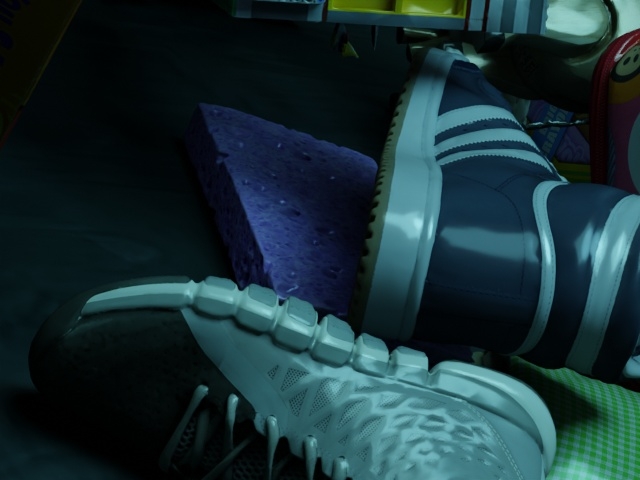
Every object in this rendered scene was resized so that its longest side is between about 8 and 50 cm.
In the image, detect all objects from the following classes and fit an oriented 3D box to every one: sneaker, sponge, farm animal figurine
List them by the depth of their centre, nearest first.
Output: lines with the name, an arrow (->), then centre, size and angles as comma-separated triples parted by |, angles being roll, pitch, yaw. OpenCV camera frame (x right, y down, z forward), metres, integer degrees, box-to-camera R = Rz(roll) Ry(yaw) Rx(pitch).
sneaker -> -0.008, 0.096, 0.752 | 0.228, 0.086, 0.132 | 12, 41, -11
sneaker -> 0.104, -0.015, 0.943 | 0.153, 0.099, 0.282 | 11, 23, 3
sponge -> 0.000, 0.000, 1.015 | 0.117, 0.031, 0.210 | 18, 26, -25
farm animal figurine -> 0.161, -0.225, 1.174 | 0.172, 0.327, 0.330 | -1, -1, -15

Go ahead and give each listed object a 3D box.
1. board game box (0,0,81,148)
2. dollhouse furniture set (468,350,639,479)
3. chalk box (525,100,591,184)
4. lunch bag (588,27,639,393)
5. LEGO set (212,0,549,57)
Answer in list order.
board game box -> -0.220, -0.308, 0.821 | 0.356, 0.356, 0.357 | 22, 58, -14
dollhouse furniture set -> 0.193, 0.108, 0.858 | 0.197, 0.151, 0.301 | 24, 24, -11
chalk box -> 0.254, -0.117, 1.356 | 0.180, 0.179, 0.289 | 17, 25, -23
lunch bag -> 0.292, 0.007, 1.104 | 0.293, 0.258, 0.120 | 7, -10, -34
LEGO set -> 0.033, -0.228, 1.023 | 0.192, 0.255, 0.331 | 2, 5, -13
